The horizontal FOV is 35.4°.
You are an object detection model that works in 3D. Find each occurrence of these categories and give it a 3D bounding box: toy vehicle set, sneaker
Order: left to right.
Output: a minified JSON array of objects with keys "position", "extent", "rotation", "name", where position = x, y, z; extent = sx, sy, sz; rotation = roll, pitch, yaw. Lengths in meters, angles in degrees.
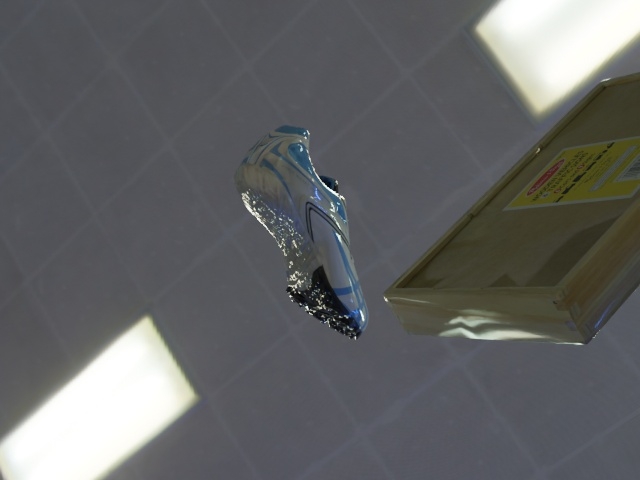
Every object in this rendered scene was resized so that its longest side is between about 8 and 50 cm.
[{"position":[0.000,0.000,0.908],"extent":[0.085,0.237,0.086],"rotation":[19,-124,41],"name":"sneaker"},{"position":[0.180,-0.034,0.656],"extent":[0.035,0.267,0.166],"rotation":[56,-26,-16],"name":"toy vehicle set"}]
